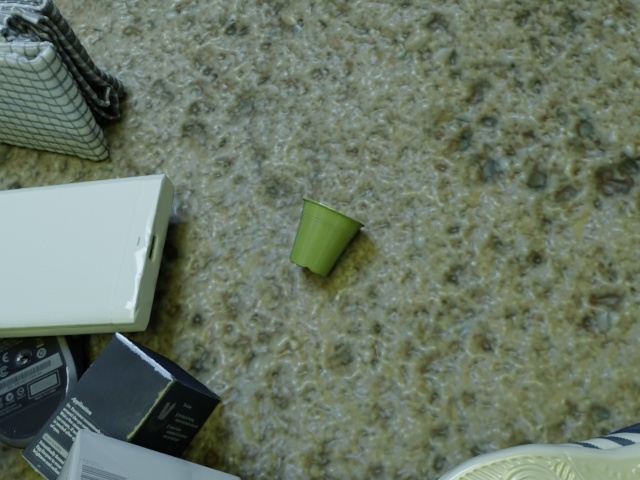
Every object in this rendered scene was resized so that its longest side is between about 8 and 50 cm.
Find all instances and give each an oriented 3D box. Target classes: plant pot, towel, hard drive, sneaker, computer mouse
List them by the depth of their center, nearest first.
[{"bbox_3d":[0.263,0.253,0.702,0.351,0.148,0.131,-7,73,-4],"label":"sneaker"},{"bbox_3d":[0.000,0.000,0.887,0.083,0.083,0.079,25,89,17],"label":"plant pot"},{"bbox_3d":[-0.344,0.021,0.900,0.308,0.040,0.202,-4,59,14],"label":"hard drive"},{"bbox_3d":[-0.345,0.134,0.901,0.189,0.072,0.272,-21,56,4],"label":"computer mouse"},{"bbox_3d":[-0.423,-0.233,0.954,0.284,0.235,0.121,11,67,13],"label":"towel"}]

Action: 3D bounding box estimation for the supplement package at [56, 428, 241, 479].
[{"bbox_3d":[-0.195,0.356,0.640,0.175,0.177,0.292,24,95,-18],"label":"supplement package"}]

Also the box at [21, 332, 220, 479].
[{"bbox_3d":[-0.212,0.204,0.801,0.093,0.156,0.158,33,79,20],"label":"box"}]
